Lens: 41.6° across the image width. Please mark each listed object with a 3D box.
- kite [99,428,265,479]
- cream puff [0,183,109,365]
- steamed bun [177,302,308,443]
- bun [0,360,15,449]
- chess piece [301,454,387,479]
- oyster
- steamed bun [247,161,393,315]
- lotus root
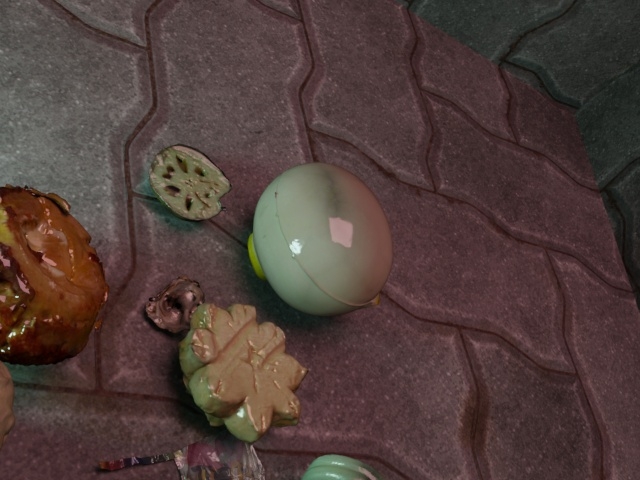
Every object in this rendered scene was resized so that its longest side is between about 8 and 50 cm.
[{"bbox_3d":[-0.241,0.446,1.558,0.360,0.022,0.204,9,52,-44],"label":"kite"},{"bbox_3d":[-0.532,0.068,1.431,0.350,0.228,0.350,51,17,-22],"label":"cream puff"},{"bbox_3d":[-0.166,0.275,1.686,0.295,0.137,0.292,11,50,-45],"label":"steamed bun"},{"bbox_3d":[-0.576,0.270,1.174,0.361,0.213,0.361,41,40,-46],"label":"bun"},{"bbox_3d":[0.013,0.575,1.574,0.194,0.194,0.299,39,48,-11],"label":"chess piece"},{"bbox_3d":[-0.288,0.132,1.755,0.108,0.053,0.166,30,45,8],"label":"oyster"},{"bbox_3d":[0.005,-0.003,1.942,0.333,0.334,0.374,18,46,-32],"label":"steamed bun"},{"bbox_3d":[-0.308,-0.118,1.933,0.183,0.078,0.204,-31,77,-40],"label":"lotus root"}]
